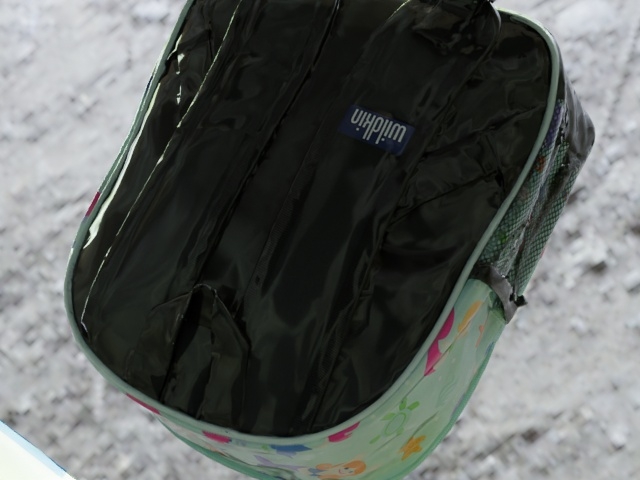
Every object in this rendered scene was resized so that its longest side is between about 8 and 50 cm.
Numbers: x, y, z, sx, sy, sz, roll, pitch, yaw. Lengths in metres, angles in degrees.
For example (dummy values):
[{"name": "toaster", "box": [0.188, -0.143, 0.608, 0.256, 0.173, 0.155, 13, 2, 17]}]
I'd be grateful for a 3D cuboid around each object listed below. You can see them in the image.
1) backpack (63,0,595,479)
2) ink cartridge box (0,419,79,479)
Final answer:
[{"name": "backpack", "box": [0.000, 0.000, 0.926, 0.225, 0.191, 0.253, 20, 70, 23]}, {"name": "ink cartridge box", "box": [-0.140, 0.174, 0.640, 0.148, 0.203, 0.086, 32, 30, 29]}]
